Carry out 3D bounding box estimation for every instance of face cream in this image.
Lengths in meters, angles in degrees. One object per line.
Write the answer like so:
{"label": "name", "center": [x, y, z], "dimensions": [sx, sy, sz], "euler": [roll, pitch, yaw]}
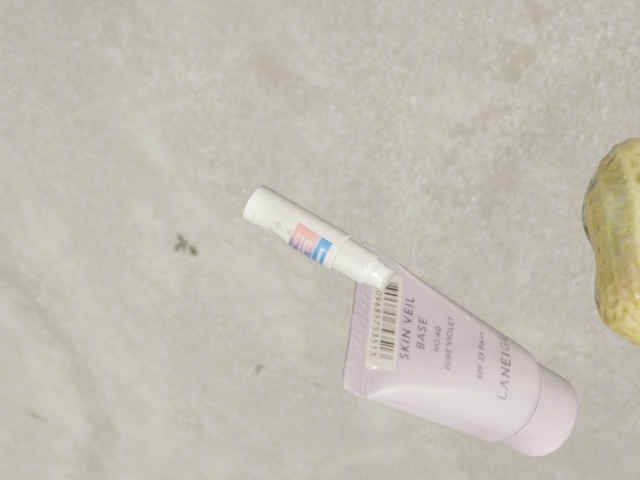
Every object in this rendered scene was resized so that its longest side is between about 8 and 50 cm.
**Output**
{"label": "face cream", "center": [0.000, 0.000, 0.772], "dimensions": [0.130, 0.034, 0.034], "euler": [30, 158, 11]}
{"label": "face cream", "center": [0.129, 0.121, 0.920], "dimensions": [0.274, 0.154, 0.096], "euler": [30, 145, -30]}

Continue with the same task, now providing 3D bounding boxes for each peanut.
{"label": "peanut", "center": [0.290, 0.001, 0.889], "dimensions": [0.093, 0.194, 0.083], "euler": [3, -176, 36]}
